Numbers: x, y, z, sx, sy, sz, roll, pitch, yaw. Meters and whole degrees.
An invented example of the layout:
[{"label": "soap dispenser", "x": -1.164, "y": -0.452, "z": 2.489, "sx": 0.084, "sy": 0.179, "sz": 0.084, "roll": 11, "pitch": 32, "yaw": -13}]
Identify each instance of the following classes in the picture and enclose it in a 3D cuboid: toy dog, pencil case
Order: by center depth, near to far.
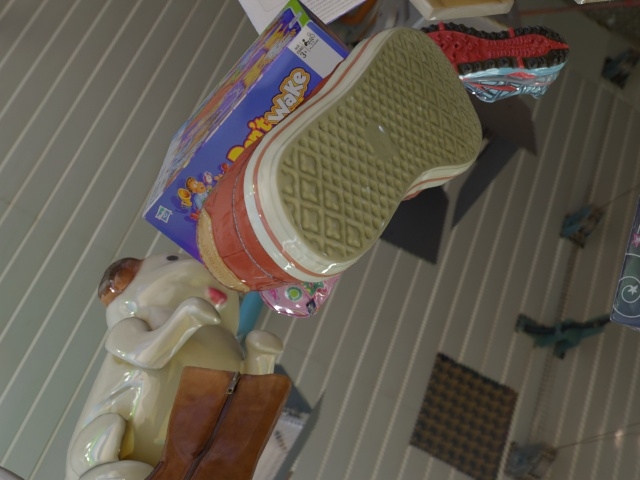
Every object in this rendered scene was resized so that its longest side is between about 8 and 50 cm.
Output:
[{"label": "toy dog", "x": -0.222, "y": 0.211, "z": 1.354, "sx": 0.284, "sy": 0.395, "sz": 0.408, "roll": 19, "pitch": -123, "yaw": -27}, {"label": "pencil case", "x": 0.000, "y": 0.000, "z": 1.537, "sx": 0.124, "sy": 0.124, "sz": 0.284, "roll": 37, "pitch": -123, "yaw": -5}]

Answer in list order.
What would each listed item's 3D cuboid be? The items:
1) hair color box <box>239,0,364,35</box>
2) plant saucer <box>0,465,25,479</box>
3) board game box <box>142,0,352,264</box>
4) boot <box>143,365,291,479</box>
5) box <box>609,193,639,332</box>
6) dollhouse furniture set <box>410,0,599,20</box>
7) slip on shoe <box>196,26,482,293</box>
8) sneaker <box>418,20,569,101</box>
[{"label": "hair color box", "x": -0.074, "y": -0.443, "z": 1.199, "sx": 0.185, "sy": 0.110, "sz": 0.339, "roll": -29, "pitch": -72, "yaw": 8}, {"label": "plant saucer", "x": -0.282, "y": 0.350, "z": 0.604, "sx": 0.400, "sy": 0.100, "sz": 0.400, "roll": -11, "pitch": -118, "yaw": 21}, {"label": "board game box", "x": -0.069, "y": -0.136, "z": 0.956, "sx": 0.078, "sy": 0.347, "sz": 0.233, "roll": 40, "pitch": -79, "yaw": -15}, {"label": "boot", "x": -0.188, "y": 0.254, "z": 1.015, "sx": 0.264, "sy": 0.096, "sz": 0.280, "roll": -3, "pitch": -133, "yaw": 19}, {"label": "box", "x": 0.354, "y": -0.026, "z": 0.727, "sx": 0.163, "sy": 0.142, "sz": 0.247, "roll": 21, "pitch": -99, "yaw": -43}, {"label": "dollhouse furniture set", "x": 0.121, "y": -0.222, "z": 0.454, "sx": 0.161, "sy": 0.182, "sz": 0.101, "roll": -14, "pitch": -124, "yaw": -31}, {"label": "slip on shoe", "x": 0.024, "y": -0.064, "z": 0.629, "sx": 0.123, "sy": 0.101, "sz": 0.331, "roll": 58, "pitch": -142, "yaw": -10}, {"label": "sneaker", "x": 0.241, "y": -0.254, "z": 1.377, "sx": 0.262, "sy": 0.125, "sz": 0.104, "roll": 2, "pitch": -122, "yaw": -1}]
